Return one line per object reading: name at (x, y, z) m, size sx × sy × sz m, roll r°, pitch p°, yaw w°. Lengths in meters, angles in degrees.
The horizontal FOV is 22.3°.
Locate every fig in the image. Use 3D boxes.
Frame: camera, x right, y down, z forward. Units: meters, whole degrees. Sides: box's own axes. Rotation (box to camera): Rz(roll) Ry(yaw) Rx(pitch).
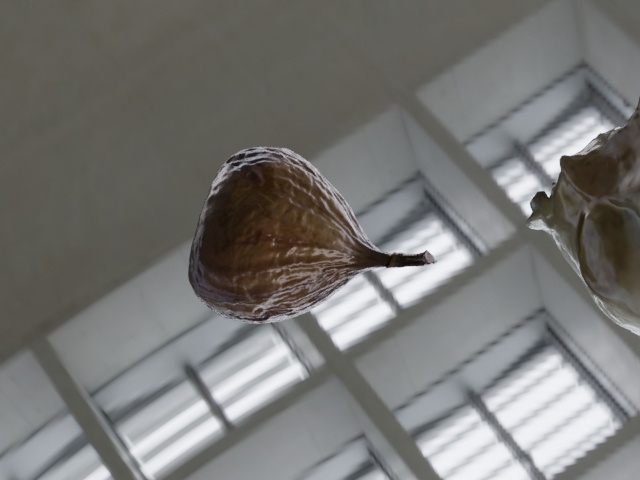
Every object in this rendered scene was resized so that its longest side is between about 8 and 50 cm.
fig at (0.000, 0.000, 1.287) m, size 0.201 × 0.134 × 0.146 m, roll 3°, pitch -115°, yaw 12°

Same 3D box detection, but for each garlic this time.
garlic at (0.265, -0.041, 0.899) m, size 0.203 × 0.281 × 0.185 m, roll -13°, pitch -129°, yaw -32°
